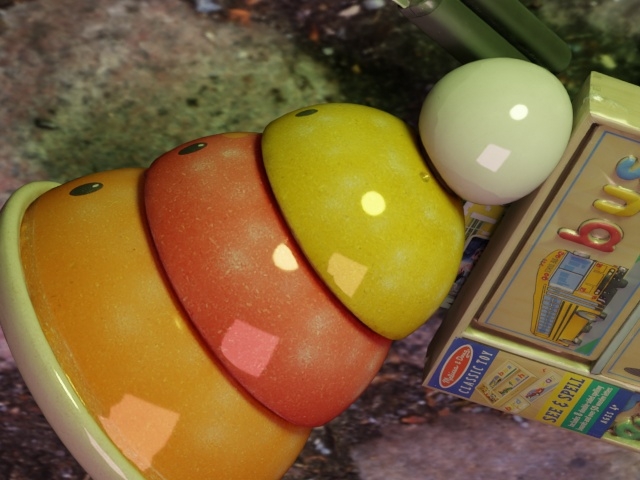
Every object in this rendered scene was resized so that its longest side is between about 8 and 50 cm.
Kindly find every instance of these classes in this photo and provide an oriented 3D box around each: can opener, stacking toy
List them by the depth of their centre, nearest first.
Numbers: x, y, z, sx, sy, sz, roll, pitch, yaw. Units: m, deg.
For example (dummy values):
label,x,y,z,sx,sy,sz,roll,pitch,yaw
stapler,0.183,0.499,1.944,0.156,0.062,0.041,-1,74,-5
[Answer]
label,x,y,z,sx,sy,sz,roll,pitch,yaw
can opener,0.082,-0.202,1.556,0.283,0.076,0.095,36,155,-30
stacking toy,0.000,0.000,1.580,0.480,0.350,0.350,-32,127,15

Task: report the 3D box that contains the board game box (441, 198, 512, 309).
label,x,y,z,sx,sy,sz,roll,pitch,yaw
board game box,0.263,0.012,1.763,0.317,0.046,0.213,17,132,-16

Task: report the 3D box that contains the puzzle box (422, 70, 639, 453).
label,x,y,z,sx,sy,sz,roll,pitch,yaw
puzzle box,0.281,0.040,1.675,0.272,0.052,0.409,18,139,-6
